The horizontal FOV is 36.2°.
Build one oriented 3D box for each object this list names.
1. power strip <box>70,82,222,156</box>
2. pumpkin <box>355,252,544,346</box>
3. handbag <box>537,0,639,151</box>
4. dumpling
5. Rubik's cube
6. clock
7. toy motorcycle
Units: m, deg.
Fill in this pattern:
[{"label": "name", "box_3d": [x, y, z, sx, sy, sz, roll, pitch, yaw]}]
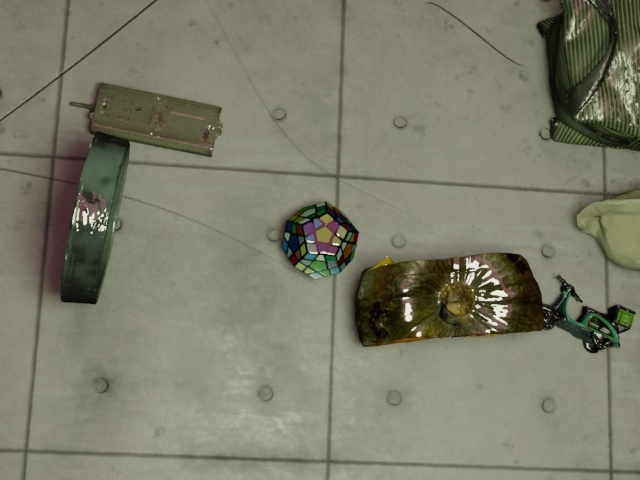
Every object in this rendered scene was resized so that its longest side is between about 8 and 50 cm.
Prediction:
[{"label": "power strip", "box_3d": [-0.304, -0.214, 1.717, 0.268, 0.034, 0.092, 11, 78, -5]}, {"label": "pumpkin", "box_3d": [0.217, 0.101, 1.624, 0.317, 0.222, 0.139, -1, 78, -8]}, {"label": "handbag", "box_3d": [0.528, -0.319, 1.747, 0.240, 0.247, 0.341, -5, 82, 4]}, {"label": "dumpling", "box_3d": [0.577, -0.026, 1.709, 0.258, 0.193, 0.147, 11, 73, -2]}, {"label": "Rubik's cube", "box_3d": [0.000, 0.000, 1.673, 0.112, 0.133, 0.133, -4, 78, -36]}, {"label": "clock", "box_3d": [-0.354, -0.034, 1.552, 0.055, 0.280, 0.281, 12, 78, -9]}, {"label": "toy motorcycle", "box_3d": [0.463, 0.136, 1.733, 0.173, 0.058, 0.100, 23, 70, -3]}]
